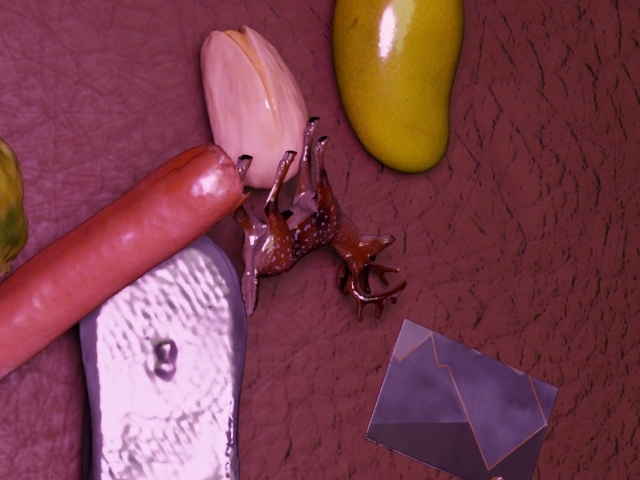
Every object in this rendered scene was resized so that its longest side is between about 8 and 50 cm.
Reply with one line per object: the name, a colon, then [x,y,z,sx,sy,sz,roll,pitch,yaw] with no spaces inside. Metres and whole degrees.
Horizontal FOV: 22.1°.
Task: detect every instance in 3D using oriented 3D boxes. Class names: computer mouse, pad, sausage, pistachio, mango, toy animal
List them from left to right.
sausage: [-0.262,0.040,1.751,0.419,0.094,0.094,-36,73,-1]
computer mouse: [-0.179,0.165,1.838,0.188,0.122,0.371,1,75,-11]
pistachio: [-0.073,-0.159,1.926,0.117,0.145,0.200,-8,85,-24]
toy animal: [-0.012,-0.006,1.900,0.243,0.087,0.260,-23,122,-34]
mango: [0.098,-0.229,2.022,0.175,0.143,0.293,-5,95,-31]
pad: [0.182,0.217,2.065,0.243,0.004,0.163,25,73,-19]

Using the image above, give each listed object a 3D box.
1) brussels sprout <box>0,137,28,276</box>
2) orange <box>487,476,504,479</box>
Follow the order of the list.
brussels sprout: [-0.433,-0.015,1.674,0.259,0.294,0.227,-22,80,-28]
orange: [0.217,0.381,1.999,0.160,0.112,0.170,1,58,-13]
